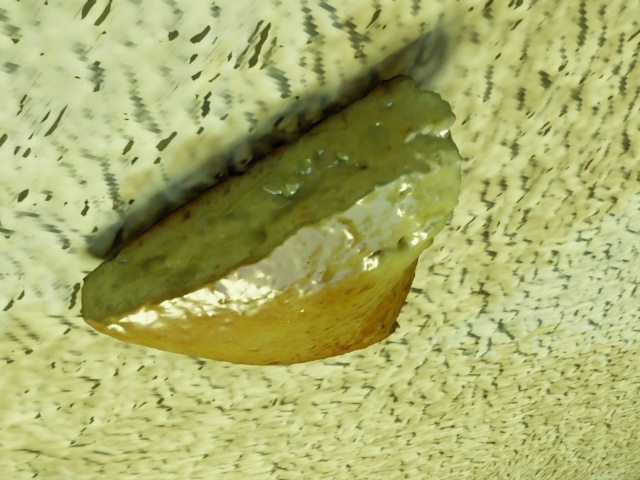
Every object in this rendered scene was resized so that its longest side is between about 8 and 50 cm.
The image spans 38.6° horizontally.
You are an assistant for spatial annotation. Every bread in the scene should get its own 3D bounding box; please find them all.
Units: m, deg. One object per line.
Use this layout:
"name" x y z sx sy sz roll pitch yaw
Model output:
"bread" -0.022 0.012 0.345 0.136 0.054 0.154 -13 146 -16
